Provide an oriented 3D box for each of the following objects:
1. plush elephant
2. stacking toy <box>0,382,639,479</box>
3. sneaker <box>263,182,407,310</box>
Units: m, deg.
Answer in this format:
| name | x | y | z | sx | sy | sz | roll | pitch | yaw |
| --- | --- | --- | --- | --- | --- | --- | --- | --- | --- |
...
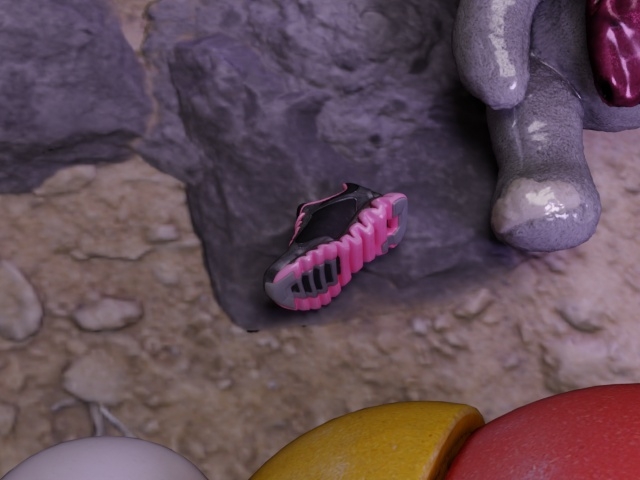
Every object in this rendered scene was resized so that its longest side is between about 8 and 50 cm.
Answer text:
| name | x | y | z | sx | sy | sz | roll | pitch | yaw |
| --- | --- | --- | --- | --- | --- | --- | --- | --- | --- |
| plush elephant | 0.220 | -0.194 | 1.139 | 0.271 | 0.255 | 0.330 | -5 | 53 | -18 |
| stacking toy | 0.067 | 0.182 | 0.767 | 0.480 | 0.351 | 0.351 | 10 | 47 | 20 |
| sneaker | 0.000 | 0.000 | 1.073 | 0.057 | 0.047 | 0.119 | 30 | 46 | 29 |
